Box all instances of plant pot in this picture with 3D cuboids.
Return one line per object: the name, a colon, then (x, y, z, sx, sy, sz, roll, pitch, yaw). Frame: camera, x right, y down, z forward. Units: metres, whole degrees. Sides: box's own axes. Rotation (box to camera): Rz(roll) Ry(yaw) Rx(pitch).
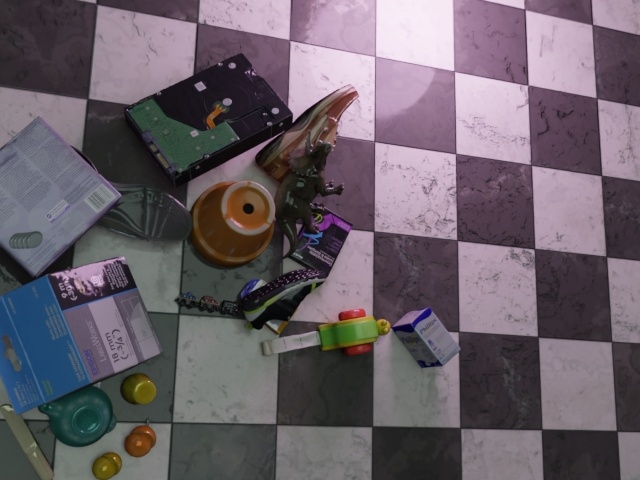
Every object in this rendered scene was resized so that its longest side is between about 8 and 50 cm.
plant pot: (-0.194, -0.053, 1.831, 0.205, 0.188, 0.205, 4, 77, -19)

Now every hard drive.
hard drive: (-0.268, -0.294, 1.875, 0.339, 0.064, 0.237, -31, 68, -21)

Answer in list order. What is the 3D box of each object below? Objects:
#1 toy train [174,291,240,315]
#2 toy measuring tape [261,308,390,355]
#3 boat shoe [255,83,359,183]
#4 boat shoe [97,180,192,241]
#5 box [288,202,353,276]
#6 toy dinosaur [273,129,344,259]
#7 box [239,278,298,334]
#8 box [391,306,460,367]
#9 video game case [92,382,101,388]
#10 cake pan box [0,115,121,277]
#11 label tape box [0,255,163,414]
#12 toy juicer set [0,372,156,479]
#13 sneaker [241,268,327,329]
toy train: (-0.267, 0.149, 1.847, 0.158, 0.027, 0.036, 12, 71, -18)
toy measuring tape: (0.027, 0.233, 1.891, 0.330, 0.121, 0.121, -7, 81, -21)
boat shoe: (-0.020, -0.267, 1.989, 0.324, 0.122, 0.120, -43, 101, -14)
boat shoe: (-0.455, -0.071, 1.794, 0.320, 0.103, 0.118, 14, 76, -20)
box: (0.000, 0.000, 1.977, 0.116, 0.029, 0.162, 30, 71, -11)
toy dinosaur: (-0.049, -0.111, 1.908, 0.160, 0.121, 0.314, 24, 105, -24)
box: (-0.132, 0.157, 1.896, 0.136, 0.028, 0.081, 40, 68, -6)
box: (0.265, 0.248, 1.969, 0.072, 0.126, 0.137, -38, 92, -21)
video game case: (-0.521, 0.271, 1.735, 0.087, 0.011, 0.122, 18, 73, -16)
cake pan box: (-0.598, -0.095, 1.652, 0.246, 0.070, 0.267, 45, 71, -9)
label tape box: (-0.510, 0.186, 1.617, 0.333, 0.106, 0.241, -19, 84, -59)
toy juicer set: (-0.510, 0.416, 1.674, 0.329, 0.089, 0.209, -7, 94, -30)
sneaker: (-0.087, 0.144, 1.873, 0.234, 0.084, 0.097, -23, 110, -23)
